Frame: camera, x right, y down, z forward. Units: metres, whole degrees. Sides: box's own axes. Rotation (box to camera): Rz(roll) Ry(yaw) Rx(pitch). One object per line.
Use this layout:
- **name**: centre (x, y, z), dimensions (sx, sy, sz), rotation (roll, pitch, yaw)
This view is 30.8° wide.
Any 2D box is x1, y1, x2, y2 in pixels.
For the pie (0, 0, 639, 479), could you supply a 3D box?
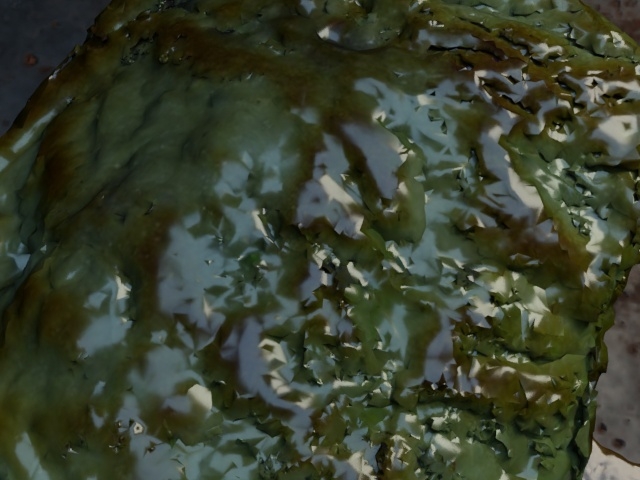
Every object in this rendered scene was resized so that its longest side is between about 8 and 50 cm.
- **pie**: centre (-0.023, 0.012, 0.619), dimensions (0.395, 0.180, 0.418), rotation (28, 68, 17)

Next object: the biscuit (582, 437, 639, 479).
- **biscuit**: centre (0.208, 0.211, 0.619), dimensions (0.295, 0.044, 0.186), rotation (18, 70, 8)
